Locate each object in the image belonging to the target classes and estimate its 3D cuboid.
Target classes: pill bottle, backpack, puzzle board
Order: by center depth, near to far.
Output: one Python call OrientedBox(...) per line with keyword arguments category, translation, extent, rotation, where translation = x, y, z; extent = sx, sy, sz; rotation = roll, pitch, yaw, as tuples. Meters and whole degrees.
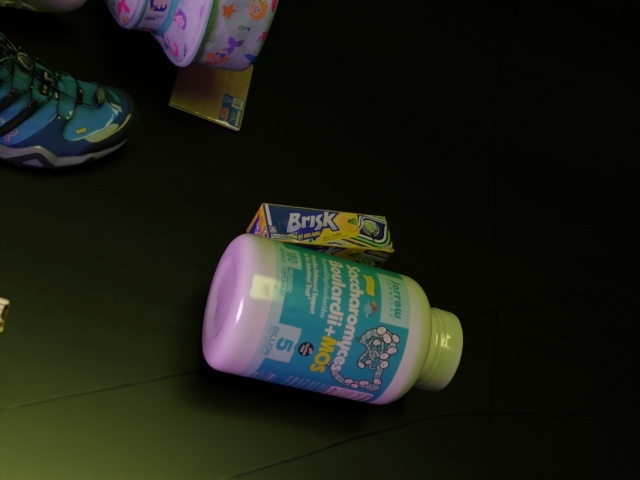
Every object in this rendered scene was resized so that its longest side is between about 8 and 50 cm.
OrientedBox(category="pill bottle", translation=(0.017, 0.092, 0.906), extent=(0.264, 0.146, 0.146), rotation=(15, 52, -19))
OrientedBox(category="backpack", translation=(-0.153, -0.333, 1.032), extent=(0.191, 0.225, 0.253), rotation=(-4, 42, -36))
OrientedBox(category="puzzle board", translation=(-0.144, -0.206, 1.119), extent=(0.096, 0.011, 0.128), rotation=(20, 51, -17))

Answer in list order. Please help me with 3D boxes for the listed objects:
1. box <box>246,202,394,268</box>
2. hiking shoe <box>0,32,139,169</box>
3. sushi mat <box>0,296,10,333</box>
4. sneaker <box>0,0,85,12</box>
OrientedBox(category="box", translation=(0.000, 0.000, 1.020), extent=(0.168, 0.059, 0.054), rotation=(5, 54, -27))
OrientedBox(category="hiking shoe", translation=(-0.335, -0.158, 0.896), extent=(0.304, 0.132, 0.113), rotation=(3, 57, -28))
OrientedBox(category="sushi mat", translation=(-0.431, 0.071, 0.686), extent=(0.316, 0.019, 0.152), rotation=(19, 82, -8))
OrientedBox(category="sneaker", translation=(-0.422, -0.297, 0.980), extent=(0.290, 0.106, 0.123), rotation=(11, 62, -13))
